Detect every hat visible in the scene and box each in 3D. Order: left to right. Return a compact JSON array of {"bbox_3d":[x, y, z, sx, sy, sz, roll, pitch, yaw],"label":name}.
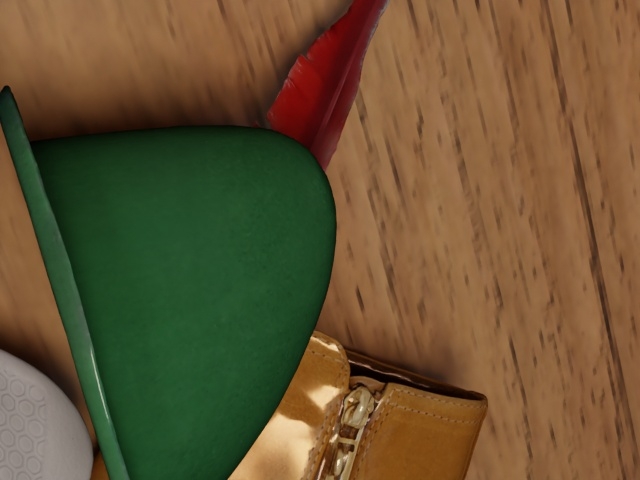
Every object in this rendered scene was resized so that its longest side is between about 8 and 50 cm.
[{"bbox_3d":[0.000,0.000,0.547,0.184,0.173,0.208,-17,93,-10],"label":"hat"}]

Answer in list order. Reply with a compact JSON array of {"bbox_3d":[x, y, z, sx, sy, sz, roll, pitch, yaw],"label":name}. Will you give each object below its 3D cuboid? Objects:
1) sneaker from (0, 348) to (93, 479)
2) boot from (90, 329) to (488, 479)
[{"bbox_3d":[-0.230,0.108,0.550,0.296,0.104,0.147,-12,162,-38],"label":"sneaker"},{"bbox_3d":[-0.085,0.118,0.648,0.295,0.104,0.211,12,93,-20],"label":"boot"}]
